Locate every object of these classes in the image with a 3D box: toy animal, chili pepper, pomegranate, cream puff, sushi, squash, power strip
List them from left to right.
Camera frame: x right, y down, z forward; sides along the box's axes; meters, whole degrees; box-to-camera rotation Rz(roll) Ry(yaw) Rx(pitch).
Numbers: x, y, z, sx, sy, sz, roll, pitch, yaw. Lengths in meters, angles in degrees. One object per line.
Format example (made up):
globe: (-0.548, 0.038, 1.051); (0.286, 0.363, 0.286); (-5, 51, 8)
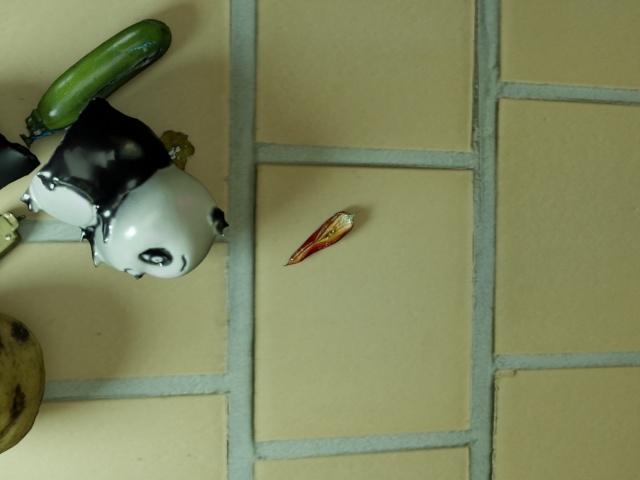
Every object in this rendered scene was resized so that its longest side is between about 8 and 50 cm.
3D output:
power strip: (-0.628, 0.055, 1.460); (0.305, 0.044, 0.064); (-42, 83, -10)
sushi: (-0.606, -0.147, 1.414); (0.172, 0.153, 0.150); (-40, 70, 6)
pomegranate: (-0.585, 0.230, 1.369); (0.281, 0.281, 0.281); (0, 91, -15)
squash: (-0.399, -0.283, 1.503); (0.331, 0.087, 0.087); (-41, 100, -9)
toy animal: (-0.317, -0.069, 1.449); (0.310, 0.251, 0.250); (38, 81, -17)
cream puff: (-0.270, -0.160, 1.550); (0.083, 0.058, 0.083); (-23, 95, -14)
chili pepper: (0.000, 0.000, 1.640); (0.178, 0.027, 0.045); (-39, 96, -12)
